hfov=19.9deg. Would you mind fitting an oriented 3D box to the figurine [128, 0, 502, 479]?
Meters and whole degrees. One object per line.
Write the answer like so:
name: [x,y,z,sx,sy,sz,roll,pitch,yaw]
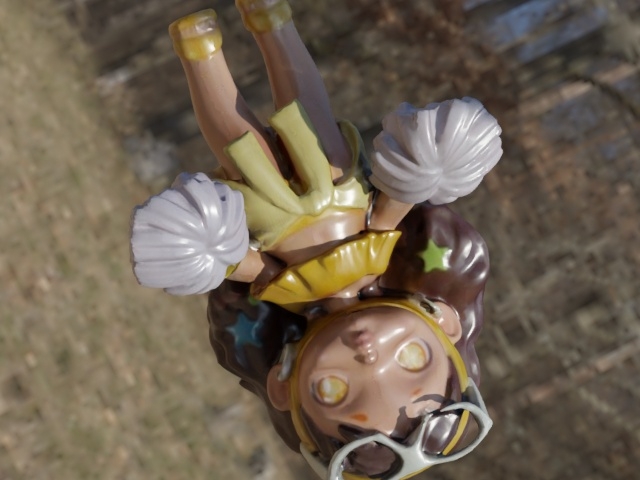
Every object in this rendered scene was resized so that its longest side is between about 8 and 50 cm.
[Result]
figurine: [0.000,0.002,0.847,0.116,0.175,0.240,-143,-148,-76]
